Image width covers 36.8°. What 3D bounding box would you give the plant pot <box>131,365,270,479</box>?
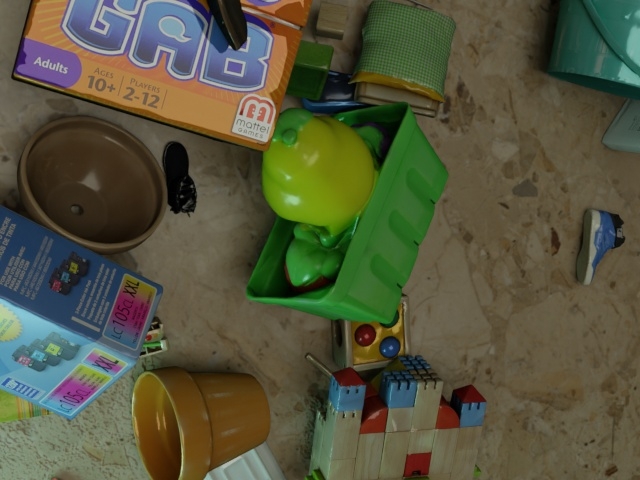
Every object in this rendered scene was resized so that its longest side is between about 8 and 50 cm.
[{"bbox_3d":[-0.197,0.307,1.651,0.188,0.205,0.205,-8,101,-33],"label":"plant pot"}]

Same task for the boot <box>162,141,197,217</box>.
[{"bbox_3d":[-0.235,-0.103,1.612,0.045,0.099,0.121,0,99,-20],"label":"boot"}]

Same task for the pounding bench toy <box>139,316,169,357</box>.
[{"bbox_3d":[-0.297,0.172,1.643,0.065,0.083,0.052,-15,103,-16],"label":"pounding bench toy"}]

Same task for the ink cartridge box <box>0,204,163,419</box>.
[{"bbox_3d":[-0.484,0.094,1.465,0.395,0.270,0.151,30,47,-19],"label":"ink cartridge box"}]

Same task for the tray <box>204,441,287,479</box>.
[{"bbox_3d":[-0.129,0.468,1.774,0.145,0.030,0.270,-31,107,-12],"label":"tray"}]

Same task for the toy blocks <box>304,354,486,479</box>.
[{"bbox_3d":[0.142,0.329,1.730,0.381,0.191,0.261,0,110,-19],"label":"toy blocks"}]

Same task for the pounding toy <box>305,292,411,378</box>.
[{"bbox_3d":[0.070,0.206,1.764,0.181,0.094,0.206,-6,100,-17],"label":"pounding toy"}]

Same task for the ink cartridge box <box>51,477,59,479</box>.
[{"bbox_3d":[-0.457,0.654,1.664,0.308,0.091,0.385,39,87,-20],"label":"ink cartridge box"}]

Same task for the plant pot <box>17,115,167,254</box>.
[{"bbox_3d":[-0.375,-0.072,1.542,0.237,0.110,0.237,16,57,-26],"label":"plant pot"}]

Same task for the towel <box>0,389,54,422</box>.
[{"bbox_3d":[-0.543,0.260,1.610,0.237,0.021,0.102,-8,100,-16],"label":"towel"}]

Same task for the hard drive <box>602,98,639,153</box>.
[{"bbox_3d":[0.673,-0.247,1.776,0.040,0.307,0.203,34,87,-22],"label":"hard drive"}]

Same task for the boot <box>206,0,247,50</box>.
[{"bbox_3d":[-0.105,-0.364,1.245,0.106,0.082,0.219,-20,101,-13],"label":"boot"}]

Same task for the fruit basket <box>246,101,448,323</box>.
[{"bbox_3d":[0.004,-0.074,1.542,0.392,0.283,0.392,1,88,-37],"label":"fruit basket"}]

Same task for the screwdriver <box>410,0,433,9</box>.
[{"bbox_3d":[0.132,-0.446,1.721,0.170,0.024,0.025,11,123,-21],"label":"screwdriver"}]

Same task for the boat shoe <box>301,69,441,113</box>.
[{"bbox_3d":[0.097,-0.274,1.692,0.258,0.109,0.089,-2,85,-20],"label":"boat shoe"}]

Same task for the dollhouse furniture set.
[{"bbox_3d":[0.079,-0.333,1.586,0.301,0.151,0.197,11,78,-1],"label":"dollhouse furniture set"}]

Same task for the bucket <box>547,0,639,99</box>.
[{"bbox_3d":[0.555,-0.365,1.750,0.281,0.281,0.183,11,98,-19],"label":"bucket"}]

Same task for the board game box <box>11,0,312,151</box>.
[{"bbox_3d":[-0.237,-0.359,1.435,0.356,0.356,0.356,15,94,-20],"label":"board game box"}]

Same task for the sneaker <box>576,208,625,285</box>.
[{"bbox_3d":[0.563,0.017,1.914,0.084,0.058,0.152,7,90,-10],"label":"sneaker"}]
